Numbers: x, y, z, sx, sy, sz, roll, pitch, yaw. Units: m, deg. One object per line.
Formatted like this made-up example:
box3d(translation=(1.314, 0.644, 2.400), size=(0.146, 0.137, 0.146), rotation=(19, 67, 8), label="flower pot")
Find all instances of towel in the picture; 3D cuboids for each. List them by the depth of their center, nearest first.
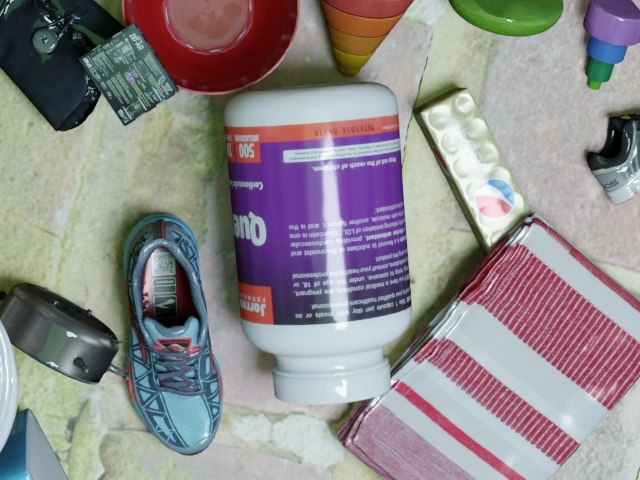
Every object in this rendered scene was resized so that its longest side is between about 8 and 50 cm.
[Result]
box3d(translation=(0.206, 0.160, 1.750), size=(0.237, 0.037, 0.329), rotation=(38, 95, -21), label="towel")

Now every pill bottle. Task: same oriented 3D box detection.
box3d(translation=(0.000, 0.000, 1.668), size=(0.182, 0.181, 0.322), rotation=(-5, 96, -6), label="pill bottle")

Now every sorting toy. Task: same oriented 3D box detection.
box3d(translation=(0.161, -0.218, 1.721), size=(0.366, 0.127, 0.126), rotation=(6, 125, -9), label="sorting toy")

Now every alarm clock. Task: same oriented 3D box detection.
box3d(translation=(-0.290, 0.084, 1.681), size=(0.192, 0.129, 0.064), rotation=(28, 91, 19), label="alarm clock")

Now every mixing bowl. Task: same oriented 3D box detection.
box3d(translation=(-0.116, -0.243, 1.672), size=(0.181, 0.098, 0.181), rotation=(-1, 96, -6), label="mixing bowl")

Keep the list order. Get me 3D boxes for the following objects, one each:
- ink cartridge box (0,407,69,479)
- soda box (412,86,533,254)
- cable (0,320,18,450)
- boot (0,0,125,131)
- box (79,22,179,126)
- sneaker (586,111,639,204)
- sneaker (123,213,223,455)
box3d(translation=(-0.378, 0.340, 1.646), size=(0.270, 0.197, 0.198), rotation=(-25, 106, -3), label="ink cartridge box")
box3d(translation=(0.169, -0.074, 1.741), size=(0.061, 0.058, 0.181), rotation=(-28, 99, -2), label="soda box")
box3d(translation=(-0.415, 0.138, 1.525), size=(0.257, 0.089, 0.257), rotation=(-14, 98, -5), label="cable")
box3d(translation=(-0.331, -0.188, 1.656), size=(0.246, 0.094, 0.207), rotation=(-41, 95, -7), label="boot")
box3d(translation=(-0.192, -0.167, 1.616), size=(0.067, 0.018, 0.083), rotation=(-33, 101, 6), label="box")
box3d(translation=(0.356, -0.122, 1.753), size=(0.075, 0.063, 0.170), rotation=(40, 95, -15), label="sneaker")
box3d(translation=(-0.163, 0.107, 1.690), size=(0.104, 0.125, 0.261), rotation=(-11, 97, -4), label="sneaker")
